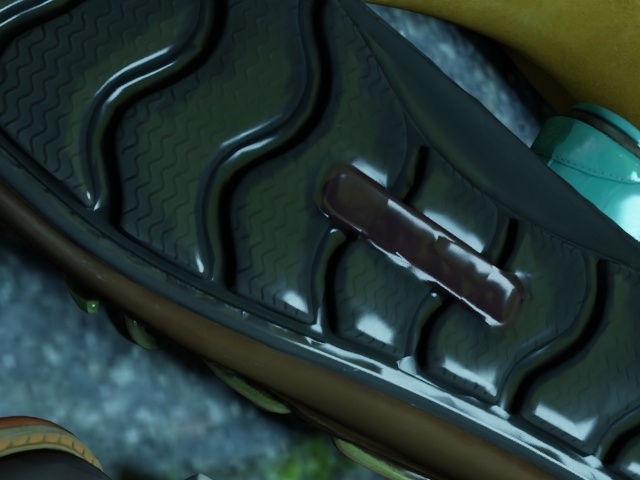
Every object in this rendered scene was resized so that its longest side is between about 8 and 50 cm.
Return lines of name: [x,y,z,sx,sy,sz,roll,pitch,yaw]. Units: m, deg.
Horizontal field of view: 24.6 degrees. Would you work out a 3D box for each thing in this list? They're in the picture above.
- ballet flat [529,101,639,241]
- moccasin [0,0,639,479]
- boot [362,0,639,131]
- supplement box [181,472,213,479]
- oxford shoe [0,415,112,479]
ballet flat: [0.156,0.037,0.654,0.247,0.083,0.087,38,87,-36]
moccasin: [0.001,-0.003,0.511,0.380,0.147,0.139,27,69,-18]
boot: [0.040,-0.121,0.633,0.211,0.104,0.295,-22,79,-38]
supplement box: [-0.038,0.134,0.473,0.062,0.036,0.098,35,51,-21]
oxford shoe: [-0.095,0.135,0.239,0.271,0.098,0.097,-52,141,-43]
